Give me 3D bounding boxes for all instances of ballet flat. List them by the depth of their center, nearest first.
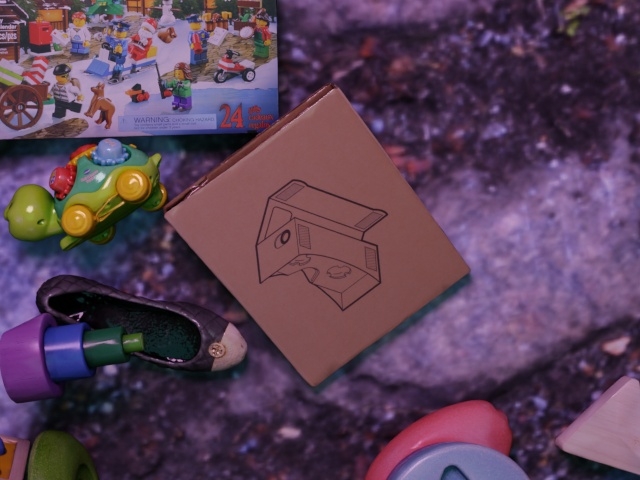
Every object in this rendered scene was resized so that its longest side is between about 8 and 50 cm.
[{"bbox_3d":[-0.141,0.071,1.296,0.173,0.049,0.057,16,101,-9],"label":"ballet flat"}]

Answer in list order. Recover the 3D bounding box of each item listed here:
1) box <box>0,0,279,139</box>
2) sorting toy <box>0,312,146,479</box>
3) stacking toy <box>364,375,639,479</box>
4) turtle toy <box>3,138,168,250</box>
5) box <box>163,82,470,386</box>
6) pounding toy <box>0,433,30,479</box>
[{"bbox_3d":[-0.149,-0.159,1.249,0.233,0.044,0.159,-2,103,-6],"label":"box"},{"bbox_3d":[-0.146,0.226,1.279,0.126,0.127,0.366,-9,104,7],"label":"sorting toy"},{"bbox_3d":[0.193,0.272,1.307,0.279,0.130,0.309,-22,97,-8],"label":"stacking toy"},{"bbox_3d":[-0.179,-0.034,1.256,0.130,0.095,0.066,-31,84,1],"label":"turtle toy"},{"bbox_3d":[0.000,0.000,1.289,0.164,0.021,0.201,-37,118,2],"label":"box"},{"bbox_3d":[-0.299,0.177,1.260,0.141,0.130,0.100,15,100,-9],"label":"pounding toy"}]
